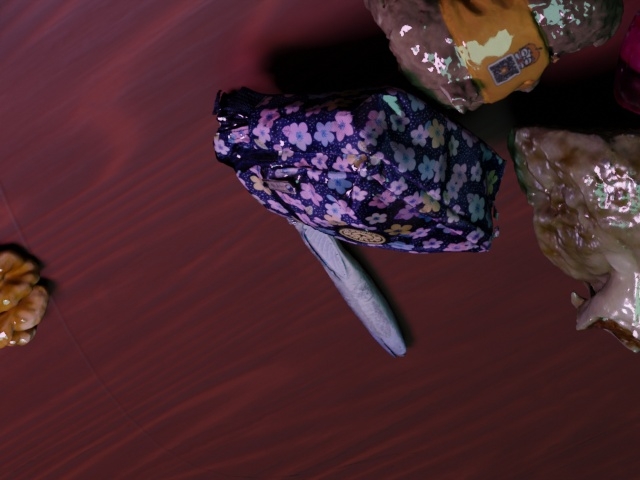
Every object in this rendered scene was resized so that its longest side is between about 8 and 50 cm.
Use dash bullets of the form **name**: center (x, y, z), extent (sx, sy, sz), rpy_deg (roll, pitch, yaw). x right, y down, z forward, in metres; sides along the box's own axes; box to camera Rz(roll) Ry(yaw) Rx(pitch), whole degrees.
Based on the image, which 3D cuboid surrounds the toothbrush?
- **toothbrush**: center (0.000, 0.000, 1.740), extent (0.035, 0.042, 0.413), rpy_deg (-19, 138, 17)

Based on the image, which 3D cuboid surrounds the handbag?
- **handbag**: center (0.028, -0.065, 1.555), extent (0.208, 0.126, 0.229), rpy_deg (4, 165, 40)

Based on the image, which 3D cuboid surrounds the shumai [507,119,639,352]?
- **shumai**: center (0.276, 0.000, 1.578), extent (0.189, 0.256, 0.218), rpy_deg (-14, 109, -45)

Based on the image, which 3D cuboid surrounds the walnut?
- **walnut**: center (-0.352, 0.069, 1.774), extent (0.170, 0.069, 0.143), rpy_deg (-10, 136, 4)

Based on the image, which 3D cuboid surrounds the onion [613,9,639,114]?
- **onion**: center (0.353, -0.140, 1.471), extent (0.195, 0.218, 0.140), rpy_deg (17, 108, -12)

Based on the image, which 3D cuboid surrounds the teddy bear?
- **teddy bear**: center (0.150, -0.184, 1.476), extent (0.190, 0.140, 0.177), rpy_deg (-28, 130, 14)
